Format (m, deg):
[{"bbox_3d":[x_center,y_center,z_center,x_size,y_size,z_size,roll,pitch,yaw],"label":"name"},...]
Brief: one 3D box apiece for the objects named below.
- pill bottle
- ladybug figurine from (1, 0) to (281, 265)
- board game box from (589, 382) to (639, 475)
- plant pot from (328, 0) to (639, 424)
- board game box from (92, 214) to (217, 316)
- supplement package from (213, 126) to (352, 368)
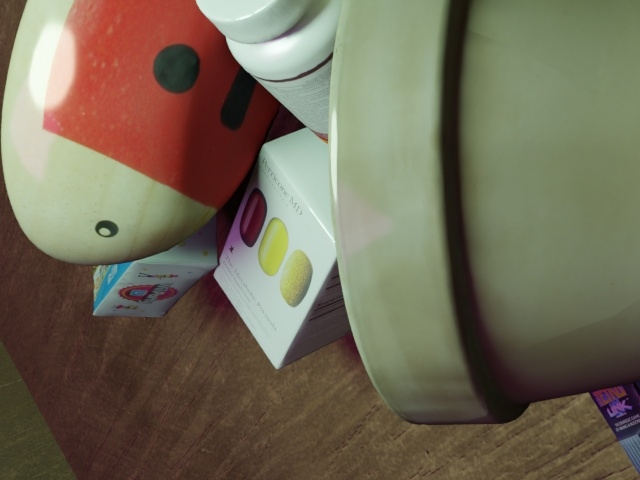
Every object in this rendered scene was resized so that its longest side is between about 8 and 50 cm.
[{"bbox_3d":[-0.006,-0.173,0.987,0.121,0.121,0.221,39,-179,37],"label":"pill bottle"},{"bbox_3d":[-0.130,-0.180,1.076,0.161,0.305,0.449,19,89,27],"label":"ladybug figurine"},{"bbox_3d":[0.287,0.121,0.792,0.141,0.170,0.048,60,151,12],"label":"board game box"},{"bbox_3d":[0.192,-0.046,0.692,0.280,0.323,0.323,-1,114,22],"label":"plant pot"},{"bbox_3d":[-0.202,-0.083,1.369,0.224,0.097,0.303,140,129,-60],"label":"board game box"},{"bbox_3d":[0.000,0.000,1.192,0.139,0.133,0.244,53,148,20],"label":"supplement package"}]
